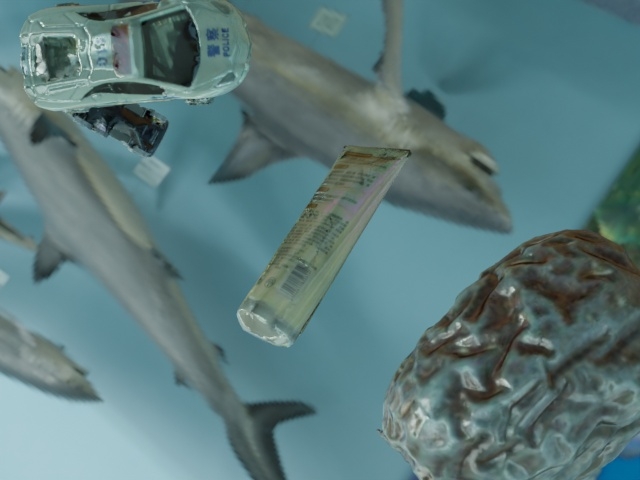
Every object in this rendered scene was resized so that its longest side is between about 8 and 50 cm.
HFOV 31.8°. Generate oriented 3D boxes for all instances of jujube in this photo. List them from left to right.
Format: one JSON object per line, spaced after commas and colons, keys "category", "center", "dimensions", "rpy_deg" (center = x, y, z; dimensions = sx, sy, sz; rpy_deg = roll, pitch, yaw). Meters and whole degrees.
{"category": "jujube", "center": [0.209, 0.138, 1.129], "dimensions": [0.226, 0.317, 0.226], "rpy_deg": [50, -175, -6]}

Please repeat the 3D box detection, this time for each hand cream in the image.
{"category": "hand cream", "center": [0.000, 0.000, 0.679], "dimensions": [0.039, 0.143, 0.061], "rpy_deg": [44, 160, -32]}

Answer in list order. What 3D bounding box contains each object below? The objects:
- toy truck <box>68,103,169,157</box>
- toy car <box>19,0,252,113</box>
{"category": "toy truck", "center": [-0.220, -0.134, 1.170], "dimensions": [0.063, 0.052, 0.123], "rpy_deg": [28, 180, 44]}
{"category": "toy car", "center": [-0.159, -0.160, 0.955], "dimensions": [0.205, 0.095, 0.056], "rpy_deg": [-2, -176, 15]}
